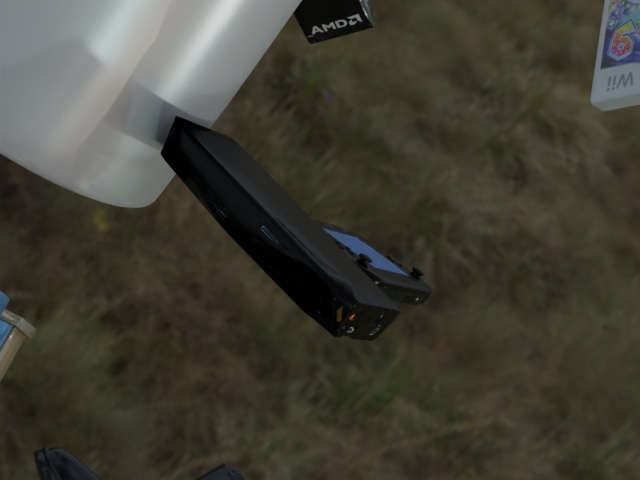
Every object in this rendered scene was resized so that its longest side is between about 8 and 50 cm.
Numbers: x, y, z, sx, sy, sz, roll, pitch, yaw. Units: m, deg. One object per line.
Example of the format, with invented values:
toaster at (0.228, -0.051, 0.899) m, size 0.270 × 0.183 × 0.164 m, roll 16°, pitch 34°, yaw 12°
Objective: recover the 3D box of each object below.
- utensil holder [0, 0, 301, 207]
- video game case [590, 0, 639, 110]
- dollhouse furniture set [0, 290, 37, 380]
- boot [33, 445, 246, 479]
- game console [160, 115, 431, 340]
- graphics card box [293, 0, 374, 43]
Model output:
utensil holder at (-0.159, -0.269, 1.341) m, size 0.327 × 0.385 × 0.327 m, roll 34°, pitch 13°, yaw -9°
video game case at (0.162, -0.121, 0.707) m, size 0.011 × 0.087 × 0.122 m, roll 22°, pitch 71°, yaw -37°
dollhouse furniture set at (-0.480, 0.083, 1.625) m, size 0.286 × 0.198 × 0.303 m, roll 24°, pitch -15°, yaw 19°
boot at (-0.191, 0.308, 1.856) m, size 0.246 × 0.207 × 0.094 m, roll 60°, pitch -16°, yaw 8°
game console at (0.000, 0.000, 1.373) m, size 0.213 × 0.044 × 0.361 m, roll 46°, pitch 9°, yaw 17°
graphics card box at (-0.039, -0.433, 1.872) m, size 0.371 × 0.094 × 0.233 m, roll 60°, pitch 20°, yaw -52°
